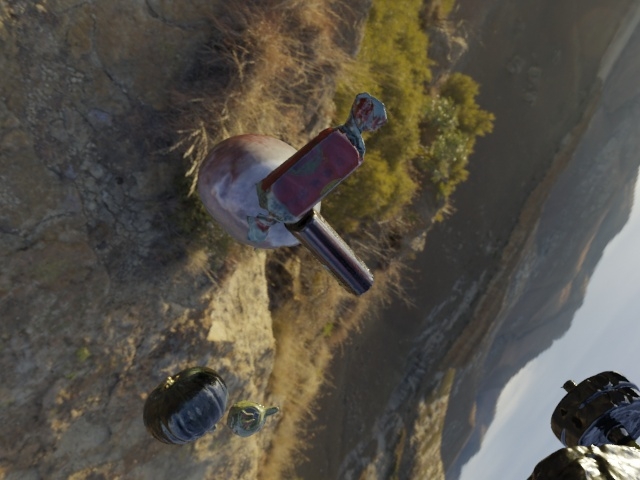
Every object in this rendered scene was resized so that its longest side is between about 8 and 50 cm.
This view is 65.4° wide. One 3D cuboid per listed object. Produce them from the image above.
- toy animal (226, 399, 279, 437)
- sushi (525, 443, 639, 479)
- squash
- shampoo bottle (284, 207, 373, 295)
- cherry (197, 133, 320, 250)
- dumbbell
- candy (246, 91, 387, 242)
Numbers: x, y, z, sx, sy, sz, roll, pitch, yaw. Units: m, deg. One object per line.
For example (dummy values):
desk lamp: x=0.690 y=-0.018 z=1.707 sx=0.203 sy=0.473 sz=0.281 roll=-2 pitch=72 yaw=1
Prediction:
toy animal: x=-0.185 y=0.471 z=1.337 sx=0.137 sy=0.098 sz=0.098 roll=-11 pitch=136 yaw=-22
sushi: x=0.326 y=0.292 z=0.501 sx=0.127 sy=0.225 sz=0.124 roll=-100 pitch=-156 yaw=-61
squash: x=-0.294 y=0.362 z=1.091 sx=0.193 sy=0.193 sz=0.155 roll=-26 pitch=109 yaw=-52
shampoo bottle: x=0.000 y=0.000 z=1.165 sx=0.084 sy=0.129 sz=0.323 roll=-43 pitch=123 yaw=0
cherry: x=-0.154 y=-0.118 z=1.283 sx=0.291 sy=0.326 sz=0.335 roll=-44 pitch=-176 yaw=4
dumbbell: x=0.562 y=0.385 z=0.857 sx=0.185 sy=0.388 sz=0.185 roll=-9 pitch=121 yaw=-15
candy: x=-0.014 y=-0.103 z=0.756 sx=0.292 sy=0.086 sz=0.059 roll=-40 pitch=-163 yaw=13
